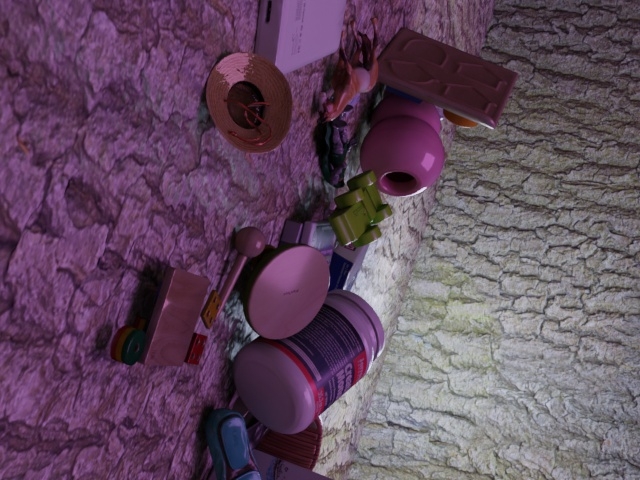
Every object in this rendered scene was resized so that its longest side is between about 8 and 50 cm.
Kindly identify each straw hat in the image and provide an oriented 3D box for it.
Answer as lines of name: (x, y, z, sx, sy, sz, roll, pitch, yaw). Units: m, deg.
straw hat: (-0.111, -0.188, 1.149, 0.061, 0.144, 0.144, -11, -126, 59)

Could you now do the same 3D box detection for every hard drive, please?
hard drive: (-0.021, -0.388, 1.321, 0.307, 0.040, 0.203, -47, 150, -61)

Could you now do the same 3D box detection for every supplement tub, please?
supplement tub: (-0.019, 0.228, 1.575, 0.272, 0.191, 0.191, -33, 141, -42)

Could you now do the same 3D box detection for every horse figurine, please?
horse figurine: (0.066, -0.350, 1.630, 0.263, 0.066, 0.174, -46, 138, -57)

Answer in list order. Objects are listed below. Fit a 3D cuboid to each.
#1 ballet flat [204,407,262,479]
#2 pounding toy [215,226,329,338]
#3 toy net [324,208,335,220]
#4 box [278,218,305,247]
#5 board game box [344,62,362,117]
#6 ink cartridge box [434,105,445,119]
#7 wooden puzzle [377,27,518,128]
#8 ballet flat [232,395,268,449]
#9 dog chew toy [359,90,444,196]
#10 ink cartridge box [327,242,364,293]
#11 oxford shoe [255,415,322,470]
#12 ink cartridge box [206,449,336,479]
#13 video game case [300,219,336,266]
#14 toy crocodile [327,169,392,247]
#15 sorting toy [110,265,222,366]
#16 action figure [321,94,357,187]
ballet flat: (-0.160, 0.416, 1.496, 0.083, 0.087, 0.247, -17, 107, -28)
pounding toy: (-0.103, 0.068, 1.445, 0.237, 0.110, 0.183, 23, 94, -46)
toy net: (0.000, 0.000, 1.825, 0.122, 0.045, 0.232, 73, 34, -60)
box: (-0.061, 0.056, 1.662, 0.145, 0.038, 0.186, 23, 84, -75)
board game box: (0.066, -0.327, 1.756, 0.090, 0.020, 0.090, -58, 158, -48)
ink cartridge box: (0.269, -0.399, 2.225, 0.189, 0.066, 0.232, -33, -129, 56)
wooden puzzle: (0.299, -0.386, 1.980, 0.348, 0.322, 0.080, -56, 168, -53)
ballet flat: (-0.116, 0.319, 1.642, 0.280, 0.095, 0.096, -55, 145, -51)
dog chew toy: (0.209, -0.274, 2.018, 0.206, 0.207, 0.331, 83, 14, -57)
ink cartridge box: (0.050, 0.084, 1.943, 0.371, 0.069, 0.175, -58, 168, -70)
oxford shoe: (-0.086, 0.463, 1.797, 0.146, 0.140, 0.397, -68, -177, -51)
ink cartridge box: (-0.096, 0.562, 1.610, 0.198, 0.270, 0.197, 87, 26, -52)
video game case: (-0.012, 0.043, 1.692, 0.190, 0.022, 0.173, -8, 112, -73)
toy crocodile: (0.076, -0.063, 1.754, 0.115, 0.105, 0.340, 64, 22, -12)
sorting toy: (-0.212, 0.105, 1.126, 0.274, 0.046, 0.132, 36, 71, -74)
action figure: (0.038, -0.190, 1.731, 0.232, 0.064, 0.137, 91, 18, -56)
